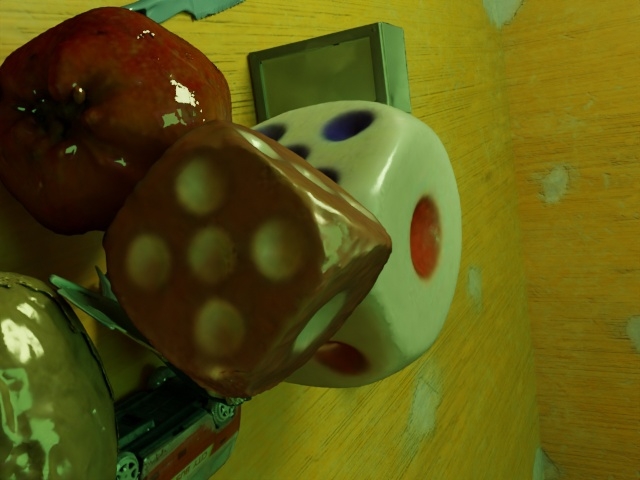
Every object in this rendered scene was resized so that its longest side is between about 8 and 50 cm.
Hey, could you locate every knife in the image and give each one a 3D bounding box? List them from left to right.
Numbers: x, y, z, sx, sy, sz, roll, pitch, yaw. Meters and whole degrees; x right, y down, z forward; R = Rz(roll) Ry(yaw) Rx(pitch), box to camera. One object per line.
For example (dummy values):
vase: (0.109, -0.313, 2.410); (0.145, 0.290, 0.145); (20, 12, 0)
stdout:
knife: (-0.168, -0.320, 0.835); (0.313, 0.019, 0.044); (-48, 136, -51)

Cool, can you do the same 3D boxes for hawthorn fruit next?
hawthorn fruit: (-0.179, -0.123, 0.627); (0.299, 0.211, 0.211); (-50, 131, -63)

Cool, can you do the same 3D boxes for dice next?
dice: (-0.059, 0.013, 0.536); (0.175, 0.179, 0.174); (-55, 163, 11)
dice: (0.000, 0.000, 0.815); (0.277, 0.304, 0.304); (64, 37, -36)

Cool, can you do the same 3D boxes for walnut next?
walnut: (-0.259, 0.135, 0.471); (0.198, 0.198, 0.245); (-21, 98, -58)

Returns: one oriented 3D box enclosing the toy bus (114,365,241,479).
toy bus: (-0.189, 0.230, 0.671); (0.265, 0.121, 0.120); (-25, 118, -59)

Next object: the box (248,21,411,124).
box: (0.013, -0.235, 0.930); (0.086, 0.225, 0.129); (-21, 105, -58)

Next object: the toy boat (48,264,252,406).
toy boat: (-0.161, 0.075, 0.591); (0.067, 0.220, 0.291); (-48, 165, -11)
